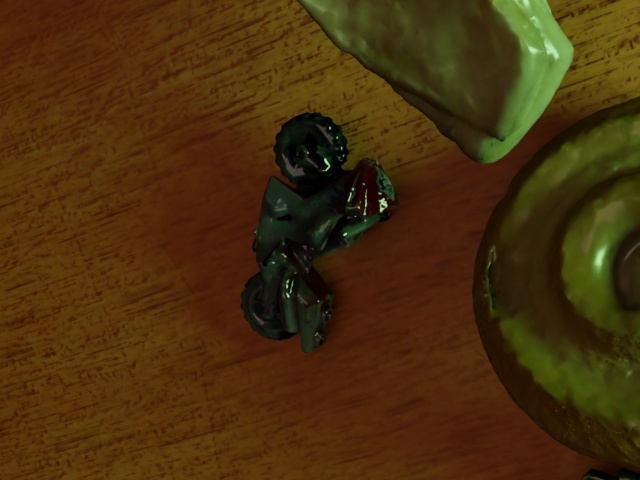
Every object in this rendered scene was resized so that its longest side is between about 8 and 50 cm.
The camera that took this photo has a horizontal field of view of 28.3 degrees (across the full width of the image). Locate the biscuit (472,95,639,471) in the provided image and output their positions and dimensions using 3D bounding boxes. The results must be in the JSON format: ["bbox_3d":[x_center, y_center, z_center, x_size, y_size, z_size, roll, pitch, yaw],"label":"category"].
[{"bbox_3d":[0.250,0.024,0.942,0.296,0.102,0.296,-14,63,28],"label":"biscuit"}]

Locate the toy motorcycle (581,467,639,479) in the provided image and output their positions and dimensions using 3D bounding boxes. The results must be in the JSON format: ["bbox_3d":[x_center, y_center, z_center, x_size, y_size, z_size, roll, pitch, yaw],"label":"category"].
[{"bbox_3d":[0.312,0.190,0.995,0.205,0.127,0.275,19,110,18],"label":"toy motorcycle"}]

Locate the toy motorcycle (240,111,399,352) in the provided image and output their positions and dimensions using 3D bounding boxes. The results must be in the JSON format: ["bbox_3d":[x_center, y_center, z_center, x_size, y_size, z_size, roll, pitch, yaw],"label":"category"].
[{"bbox_3d":[0.001,0.000,1.105,0.122,0.082,0.213,25,114,26],"label":"toy motorcycle"}]

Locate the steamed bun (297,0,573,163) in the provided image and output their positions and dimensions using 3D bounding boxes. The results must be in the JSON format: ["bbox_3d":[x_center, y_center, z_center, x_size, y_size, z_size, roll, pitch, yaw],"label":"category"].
[{"bbox_3d":[0.064,-0.293,0.893,0.428,0.189,0.247,47,139,7],"label":"steamed bun"}]
